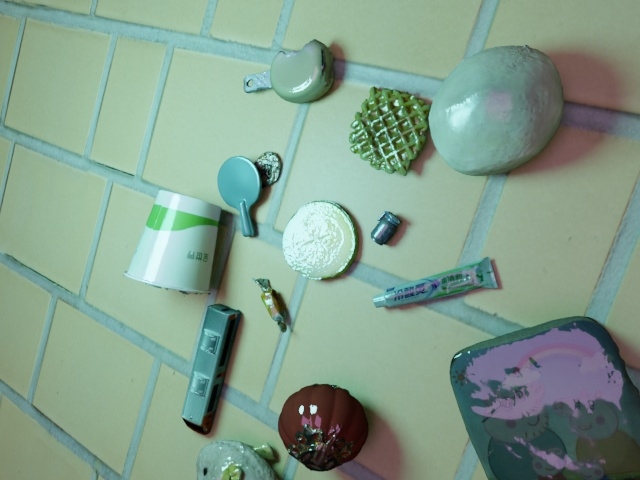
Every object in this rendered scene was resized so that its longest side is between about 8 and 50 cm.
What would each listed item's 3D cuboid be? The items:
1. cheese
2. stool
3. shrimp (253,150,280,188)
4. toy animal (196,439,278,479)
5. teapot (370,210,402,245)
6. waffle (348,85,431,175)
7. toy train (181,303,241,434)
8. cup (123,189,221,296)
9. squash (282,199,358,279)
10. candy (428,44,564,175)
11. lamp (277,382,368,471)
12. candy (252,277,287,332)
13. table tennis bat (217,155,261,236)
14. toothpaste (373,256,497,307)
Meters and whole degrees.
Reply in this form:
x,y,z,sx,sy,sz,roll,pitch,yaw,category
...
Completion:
x,y,z,sx,sy,sz,roll,pitch,yaw,category
-0.099,-0.461,1.363,0.287,0.082,0.163,2,89,28,cheese
0.456,0.317,0.978,0.311,0.226,0.310,-23,79,24,stool
-0.180,-0.189,1.424,0.161,0.034,0.091,-38,73,21,shrimp
-0.212,0.704,1.332,0.226,0.188,0.358,-45,70,25,toy animal
0.166,-0.032,1.240,0.049,0.063,0.083,35,103,-9,teapot
0.172,-0.280,1.233,0.214,0.054,0.207,26,104,31,waffle
-0.337,0.395,1.462,0.086,0.089,0.408,18,96,21,toy train
-0.415,0.005,1.433,0.253,0.253,0.273,14,88,27,cup
0.002,0.001,1.327,0.220,0.041,0.219,-2,86,23,squash
0.374,-0.284,1.059,0.296,0.185,0.295,1,93,23,candy
0.005,0.465,1.210,0.227,0.227,0.226,-1,88,27,lamp
-0.134,0.176,1.381,0.047,0.053,0.182,-34,74,10,candy
-0.228,-0.127,1.423,0.149,0.038,0.237,-8,95,25,table tennis bat
0.269,0.114,1.181,0.297,0.048,0.074,-18,80,23,toothpaste
